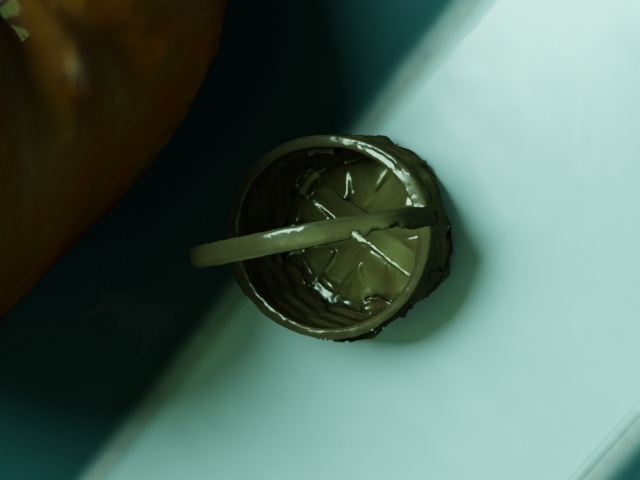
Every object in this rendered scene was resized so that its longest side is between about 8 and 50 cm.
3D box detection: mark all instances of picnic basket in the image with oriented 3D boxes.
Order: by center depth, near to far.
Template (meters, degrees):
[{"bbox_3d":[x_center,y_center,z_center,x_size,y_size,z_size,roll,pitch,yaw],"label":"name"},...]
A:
[{"bbox_3d":[0.000,0.000,0.499,0.072,0.083,0.072,1,93,21],"label":"picnic basket"}]

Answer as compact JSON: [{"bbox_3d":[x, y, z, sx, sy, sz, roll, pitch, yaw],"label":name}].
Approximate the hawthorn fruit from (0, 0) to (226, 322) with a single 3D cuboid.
[{"bbox_3d":[-0.183,-0.091,0.483,0.298,0.277,0.277,3,95,49],"label":"hawthorn fruit"}]
